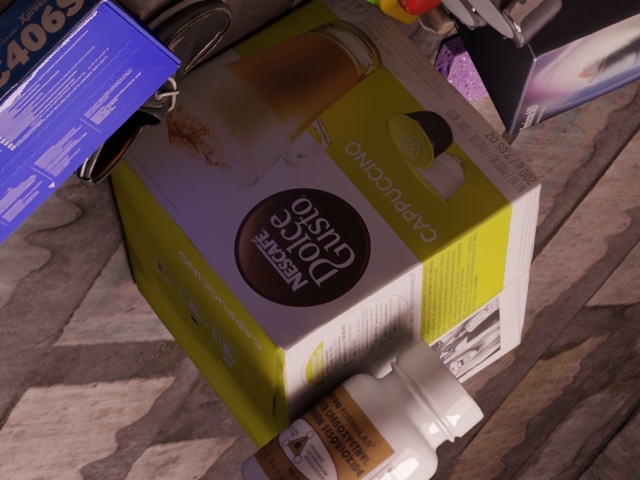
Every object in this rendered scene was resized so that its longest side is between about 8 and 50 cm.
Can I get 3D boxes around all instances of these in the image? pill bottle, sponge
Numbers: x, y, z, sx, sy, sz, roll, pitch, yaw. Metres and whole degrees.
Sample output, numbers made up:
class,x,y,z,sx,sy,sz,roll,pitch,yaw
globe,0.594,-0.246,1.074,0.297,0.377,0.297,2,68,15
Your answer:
class,x,y,z,sx,sy,sz,roll,pitch,yaw
pill bottle,0.045,0.209,1.756,0.229,0.131,0.131,-38,154,-2
sponge,0.228,-0.237,2.203,0.210,0.031,0.117,-27,150,-28

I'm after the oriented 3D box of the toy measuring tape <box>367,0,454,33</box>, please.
class,x,y,z,sx,sy,sz,roll,pitch,yaw
toy measuring tape,0.113,-0.294,1.880,0.121,0.121,0.330,-48,162,13

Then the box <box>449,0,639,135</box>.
class,x,y,z,sx,sy,sz,roll,pitch,yaw
box,0.315,-0.280,1.922,0.294,0.183,0.296,-23,168,-3

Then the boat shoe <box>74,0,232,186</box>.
class,x,y,z,sx,sy,sz,roll,pitch,yaw
boat shoe,-0.169,-0.151,1.736,0.233,0.079,0.084,-43,153,-1

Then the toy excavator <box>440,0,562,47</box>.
class,x,y,z,sx,sy,sz,roll,pitch,yaw
toy excavator,0.118,-0.405,1.527,0.222,0.445,0.433,-43,-165,-1

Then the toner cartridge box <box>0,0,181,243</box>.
class,x,y,z,sx,sy,sz,roll,pitch,yaw
toner cartridge box,-0.305,-0.096,1.634,0.348,0.075,0.165,-44,153,4

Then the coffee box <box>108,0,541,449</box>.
class,x,y,z,sx,sy,sz,roll,pitch,yaw
coffee box,0.000,0.000,1.900,0.334,0.338,0.338,-32,153,-17
